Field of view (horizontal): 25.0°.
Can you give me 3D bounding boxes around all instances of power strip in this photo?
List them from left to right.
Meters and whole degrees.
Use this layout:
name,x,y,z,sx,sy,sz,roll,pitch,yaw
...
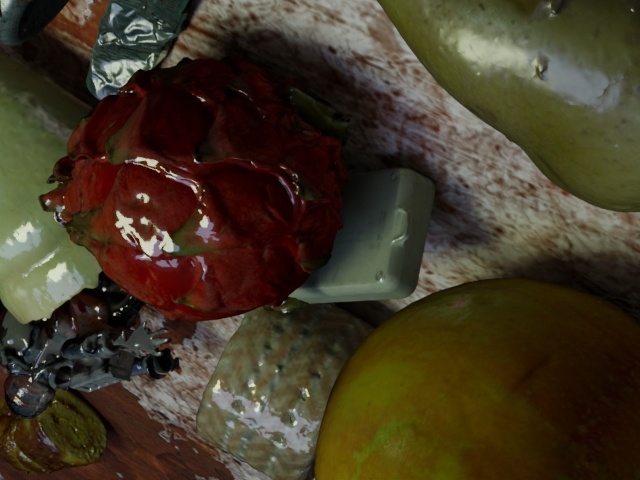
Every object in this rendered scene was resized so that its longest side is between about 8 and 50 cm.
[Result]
name,x,y,z,sx,sy,sz,roll,pitch,yaw
power strip,0.000,0.000,1.379,0.046,0.118,0.270,21,162,-40

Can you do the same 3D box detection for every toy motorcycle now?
name,x,y,z,sx,sy,sz,roll,pitch,yaw
toy motorcycle,-0.279,0.113,1.720,0.401,0.207,0.134,-2,159,40

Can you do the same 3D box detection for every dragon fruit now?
name,x,y,z,sx,sy,sz,roll,pitch,yaw
dragon fruit,-0.110,-0.045,1.313,0.299,0.244,0.244,0,132,32

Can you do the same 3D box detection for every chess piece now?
name,x,y,z,sx,sy,sz,roll,pitch,yaw
chess piece,-0.361,-0.147,1.476,0.442,0.234,0.234,52,145,-12

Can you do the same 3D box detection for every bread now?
name,x,y,z,sx,sy,sz,roll,pitch,yaw
bread,-0.407,0.285,2.141,0.132,0.103,0.172,44,144,-21

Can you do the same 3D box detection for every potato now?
name,x,y,z,sx,sy,sz,roll,pitch,yaw
potato,0.153,-0.164,0.941,0.351,0.218,0.202,38,149,4

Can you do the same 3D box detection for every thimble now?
name,x,y,z,sx,sy,sz,roll,pitch,yaw
thimble,-0.030,0.159,1.533,0.148,0.196,0.229,30,146,10

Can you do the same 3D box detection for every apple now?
name,x,y,z,sx,sy,sz,roll,pitch,yaw
apple,0.171,0.224,1.275,0.374,0.374,0.384,9,126,37

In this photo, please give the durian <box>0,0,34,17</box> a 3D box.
name,x,y,z,sx,sy,sz,roll,pitch,yaw
durian,-0.287,-0.336,1.081,0.347,0.347,0.384,36,116,3

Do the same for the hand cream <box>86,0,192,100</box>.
name,x,y,z,sx,sy,sz,roll,pitch,yaw
hand cream,-0.173,-0.199,1.361,0.075,0.052,0.248,38,147,-2

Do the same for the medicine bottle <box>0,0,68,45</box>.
name,x,y,z,sx,sy,sz,roll,pitch,yaw
medicine bottle,-0.355,-0.315,1.311,0.293,0.141,0.141,38,148,1
